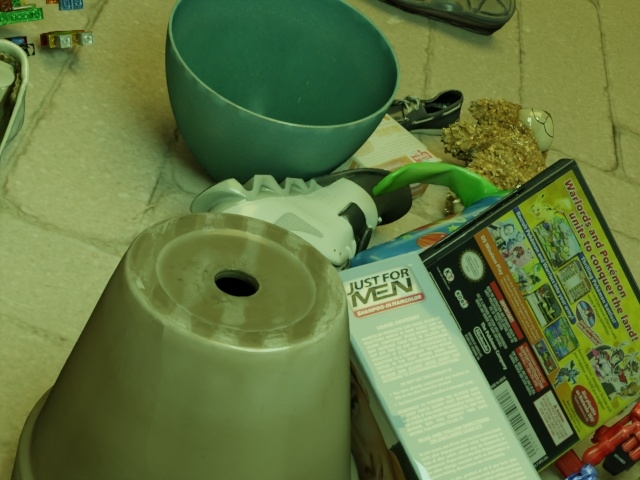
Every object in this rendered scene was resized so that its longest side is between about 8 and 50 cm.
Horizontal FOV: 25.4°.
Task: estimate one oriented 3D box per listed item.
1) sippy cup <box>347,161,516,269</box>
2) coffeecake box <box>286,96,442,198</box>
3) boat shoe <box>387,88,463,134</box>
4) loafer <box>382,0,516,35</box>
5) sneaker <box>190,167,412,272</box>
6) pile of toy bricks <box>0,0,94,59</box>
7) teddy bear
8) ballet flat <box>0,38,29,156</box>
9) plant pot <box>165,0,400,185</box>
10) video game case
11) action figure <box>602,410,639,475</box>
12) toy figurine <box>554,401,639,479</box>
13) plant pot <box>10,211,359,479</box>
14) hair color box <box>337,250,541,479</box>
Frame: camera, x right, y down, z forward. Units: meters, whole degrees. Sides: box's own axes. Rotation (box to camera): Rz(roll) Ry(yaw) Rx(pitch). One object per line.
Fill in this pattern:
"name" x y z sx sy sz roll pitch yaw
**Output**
"sippy cup" 0.153 0.073 1.621 0.224 0.240 0.305 -13 36 -29
"coffeecake box" 0.049 -0.127 1.938 0.185 0.068 0.142 42 36 22
"boat shoe" 0.128 -0.194 2.084 0.206 0.065 0.075 -5 45 -39
"loafer" 0.178 -0.419 2.423 0.302 0.095 0.109 18 64 -5
"sneaker" 0.000 0.000 1.714 0.330 0.122 0.146 -9 65 -43
"pile of toy bricks" -0.408 -0.292 1.838 0.212 0.118 0.105 -11 16 -31
"teddy bear" 0.274 -0.097 2.012 0.245 0.113 0.338 37 34 9
"ballet flat" -0.402 -0.101 1.543 0.139 0.139 0.400 21 34 -9
"plant pot" -0.067 -0.169 1.785 0.290 0.195 0.290 12 43 -11
"video game case" 0.230 0.092 1.522 0.248 0.035 0.275 -33 105 -16
"action figure" 0.426 0.215 1.714 0.185 0.099 0.285 28 19 15
"toy figurine" 0.350 0.312 1.427 0.217 0.191 0.362 51 8 0
"plant pot" -0.097 0.140 1.250 0.323 0.280 0.323 11 34 -8
"hair color box" 0.104 0.218 1.338 0.113 0.185 0.374 -14 58 -21
